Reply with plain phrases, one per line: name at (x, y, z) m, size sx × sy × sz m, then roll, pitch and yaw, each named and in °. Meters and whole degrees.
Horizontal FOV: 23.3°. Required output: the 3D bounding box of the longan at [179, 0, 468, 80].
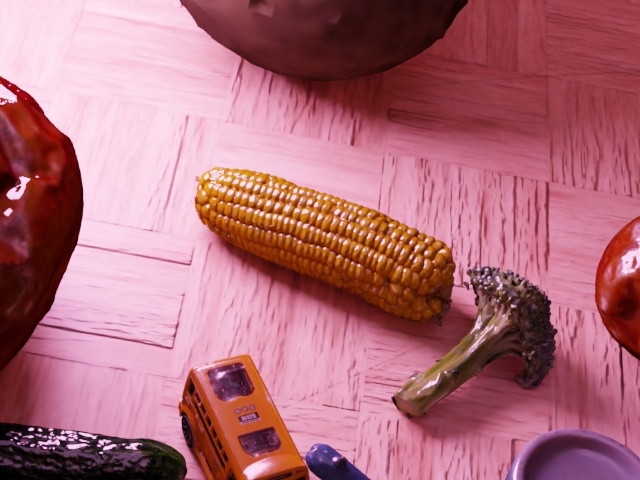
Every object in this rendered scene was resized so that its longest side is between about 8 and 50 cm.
longan at (0.005, -0.382, 1.855) m, size 0.391 × 0.391 × 0.391 m, roll 6°, pitch 46°, yaw -7°

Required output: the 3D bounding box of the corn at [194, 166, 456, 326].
corn at (0.001, -0.003, 1.680) m, size 0.313 × 0.102 × 0.102 m, roll 21°, pitch 46°, yaw 8°

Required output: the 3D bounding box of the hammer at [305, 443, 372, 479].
hammer at (0.063, 0.254, 1.430) m, size 0.194 × 0.069 × 0.116 m, roll 40°, pitch 47°, yaw -6°

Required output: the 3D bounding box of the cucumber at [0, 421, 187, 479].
cucumber at (-0.244, 0.209, 1.440) m, size 0.241 × 0.074 × 0.074 m, roll 7°, pitch 46°, yaw -8°

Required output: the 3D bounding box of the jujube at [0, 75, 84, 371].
jujube at (-0.379, 0.005, 1.465) m, size 0.276 × 0.276 × 0.377 m, roll 16°, pitch 44°, yaw 3°

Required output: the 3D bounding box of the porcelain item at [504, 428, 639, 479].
porcelain item at (0.237, 0.265, 1.462) m, size 0.147 × 0.114 × 0.147 m, roll 6°, pitch 44°, yaw -6°

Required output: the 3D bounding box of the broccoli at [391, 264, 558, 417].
broccoli at (0.159, 0.114, 1.618) m, size 0.204 × 0.122 × 0.118 m, roll -40°, pitch 49°, yaw -23°

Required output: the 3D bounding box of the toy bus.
toy bus at (-0.066, 0.205, 1.470) m, size 0.083 × 0.088 × 0.194 m, roll -13°, pitch 52°, yaw -22°

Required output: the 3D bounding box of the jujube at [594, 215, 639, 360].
jujube at (0.416, 0.038, 1.684) m, size 0.190 × 0.190 × 0.255 m, roll 38°, pitch 49°, yaw 23°
